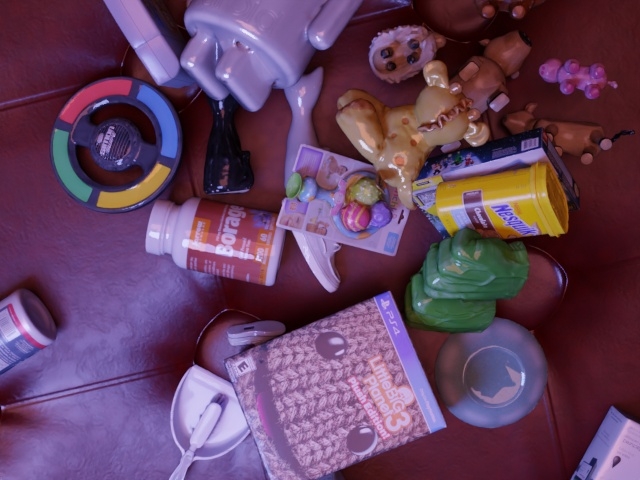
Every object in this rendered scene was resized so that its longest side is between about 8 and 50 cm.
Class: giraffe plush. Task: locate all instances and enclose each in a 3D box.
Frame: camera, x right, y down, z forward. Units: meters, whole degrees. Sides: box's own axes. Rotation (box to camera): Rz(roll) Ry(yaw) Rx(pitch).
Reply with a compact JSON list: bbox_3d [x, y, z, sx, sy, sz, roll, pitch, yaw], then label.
[{"bbox_3d":[0.140,-0.169,1.337,0.170,0.210,0.181,-37,125,16],"label":"giraffe plush"}]

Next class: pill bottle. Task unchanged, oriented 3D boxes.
[{"bbox_3d":[-0.544,0.168,1.538,0.180,0.108,0.108,-31,94,4],"label":"pill bottle"},{"bbox_3d":[-0.169,-0.003,1.510,0.216,0.121,0.121,11,95,-1],"label":"pill bottle"}]

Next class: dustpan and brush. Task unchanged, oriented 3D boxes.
[{"bbox_3d":[-0.208,0.339,1.573,0.147,0.060,0.211,28,95,-2],"label":"dustpan and brush"}]

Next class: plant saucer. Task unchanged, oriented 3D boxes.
[{"bbox_3d":[0.293,0.229,1.570,0.195,0.037,0.194,0,95,0],"label":"plant saucer"}]

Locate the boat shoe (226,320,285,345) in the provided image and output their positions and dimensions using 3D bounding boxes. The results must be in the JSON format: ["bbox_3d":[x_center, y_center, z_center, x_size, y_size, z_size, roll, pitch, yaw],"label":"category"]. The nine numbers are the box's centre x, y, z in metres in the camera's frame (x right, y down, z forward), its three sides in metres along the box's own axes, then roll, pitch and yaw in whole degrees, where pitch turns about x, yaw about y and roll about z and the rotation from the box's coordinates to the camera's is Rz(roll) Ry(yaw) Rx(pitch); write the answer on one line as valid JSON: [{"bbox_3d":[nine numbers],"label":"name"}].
[{"bbox_3d":[-0.108,0.162,1.573,0.100,0.035,0.035,-8,122,-2],"label":"boat shoe"}]

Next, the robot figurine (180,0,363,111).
[{"bbox_3d":[-0.072,-0.376,1.416,0.300,0.200,0.353,22,77,27],"label":"robot figurine"}]

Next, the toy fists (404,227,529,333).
[{"bbox_3d":[0.215,0.069,1.455,0.142,0.279,0.096,0,64,-11],"label":"toy fists"}]

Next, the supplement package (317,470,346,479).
[{"bbox_3d":[-0.001,0.500,1.515,0.149,0.203,0.194,-25,95,2],"label":"supplement package"}]

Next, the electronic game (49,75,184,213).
[{"bbox_3d":[-0.335,-0.157,1.514,0.229,0.048,0.229,-1,84,10],"label":"electronic game"}]

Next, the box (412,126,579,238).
[{"bbox_3d":[0.265,-0.084,1.443,0.233,0.044,0.159,-13,140,30],"label":"box"}]

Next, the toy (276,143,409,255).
[{"bbox_3d":[0.056,-0.058,1.483,0.237,0.056,0.136,14,95,-29],"label":"toy"}]

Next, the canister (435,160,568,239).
[{"bbox_3d":[0.271,-0.051,1.384,0.170,0.126,0.073,-8,55,27],"label":"canister"}]

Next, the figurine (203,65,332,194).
[{"bbox_3d":[-0.088,-0.184,1.515,0.215,0.092,0.209,-3,91,0],"label":"figurine"}]

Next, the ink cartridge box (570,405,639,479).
[{"bbox_3d":[0.519,0.417,1.556,0.160,0.092,0.219,27,95,-1],"label":"ink cartridge box"}]

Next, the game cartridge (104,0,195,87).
[{"bbox_3d":[-0.292,-0.378,1.440,0.062,0.198,0.297,-30,95,3],"label":"game cartridge"}]

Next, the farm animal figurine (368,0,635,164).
[{"bbox_3d":[0.282,-0.241,1.472,0.327,0.172,0.330,-24,103,15],"label":"farm animal figurine"}]

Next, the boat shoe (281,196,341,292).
[{"bbox_3d":[0.000,0.000,1.524,0.063,0.066,0.184,-23,106,8],"label":"boat shoe"}]

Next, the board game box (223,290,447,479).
[{"bbox_3d":[0.026,0.244,1.502,0.291,0.141,0.232,-24,83,3],"label":"board game box"}]
